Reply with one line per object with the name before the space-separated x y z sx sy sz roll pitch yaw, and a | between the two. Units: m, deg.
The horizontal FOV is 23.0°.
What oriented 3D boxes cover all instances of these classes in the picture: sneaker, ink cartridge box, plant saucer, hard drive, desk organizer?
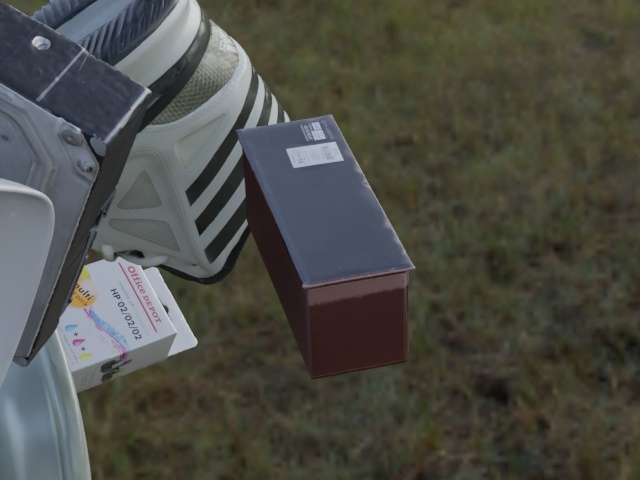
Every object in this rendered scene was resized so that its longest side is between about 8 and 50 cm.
sneaker | -0.219 -0.014 1.220 0.447 0.257 0.169 -25 40 23
ink cartridge box | -0.214 0.079 1.549 0.181 0.104 0.061 -20 -23 -28
plant saucer | -0.334 0.212 1.547 0.100 0.400 0.400 -9 16 -28
hard drive | -0.284 -0.084 0.940 0.339 0.237 0.064 31 48 0
desk organizer | 0.000 0.000 0.689 0.047 0.050 0.130 -10 35 -11

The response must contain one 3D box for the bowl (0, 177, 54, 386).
bowl | -0.196 0.030 0.702 0.053 0.142 0.142 30 18 30
